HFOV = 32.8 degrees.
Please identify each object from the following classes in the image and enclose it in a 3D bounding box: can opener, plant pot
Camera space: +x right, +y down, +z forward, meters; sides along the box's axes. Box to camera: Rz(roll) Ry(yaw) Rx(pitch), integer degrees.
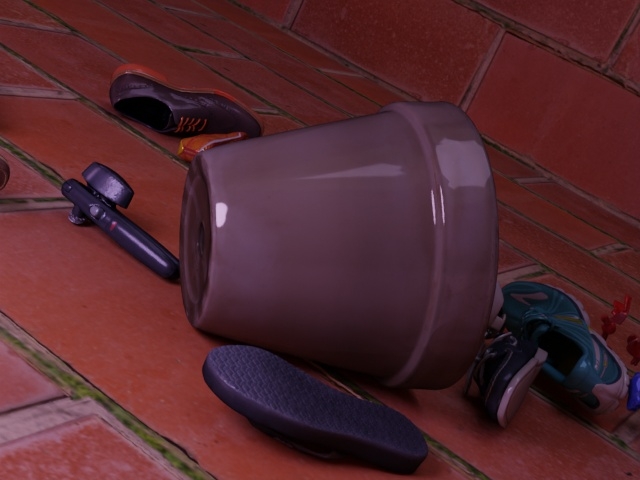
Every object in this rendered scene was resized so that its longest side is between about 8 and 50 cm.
[{"bbox_3d":[-0.232,-0.017,1.266,0.186,0.073,0.059,43,14,22],"label":"can opener"},{"bbox_3d":[0.000,0.000,1.183,0.280,0.323,0.323,3,24,-18],"label":"plant pot"}]

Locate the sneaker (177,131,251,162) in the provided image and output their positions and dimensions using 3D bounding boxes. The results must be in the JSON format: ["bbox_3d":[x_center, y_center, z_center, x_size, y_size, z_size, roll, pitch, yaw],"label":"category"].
[{"bbox_3d":[-0.167,-0.153,1.760,0.067,0.064,0.175,21,11,23],"label":"sneaker"}]

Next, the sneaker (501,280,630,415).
[{"bbox_3d":[0.319,0.128,1.498,0.110,0.107,0.275,28,12,-32],"label":"sneaker"}]

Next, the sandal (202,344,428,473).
[{"bbox_3d":[-0.005,0.176,1.035,0.254,0.054,0.097,28,21,-27],"label":"sandal"}]

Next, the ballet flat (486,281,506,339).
[{"bbox_3d":[0.194,0.077,1.411,0.096,0.095,0.280,29,0,22],"label":"ballet flat"}]

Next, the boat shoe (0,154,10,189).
[{"bbox_3d":[-0.418,-0.071,1.157,0.178,0.064,0.060,6,30,-33],"label":"boat shoe"}]

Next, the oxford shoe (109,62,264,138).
[{"bbox_3d":[-0.224,-0.204,1.816,0.271,0.097,0.098,16,38,-16],"label":"oxford shoe"}]

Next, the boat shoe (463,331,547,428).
[{"bbox_3d":[0.221,0.157,1.318,0.079,0.095,0.254,30,15,13],"label":"boat shoe"}]

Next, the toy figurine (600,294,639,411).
[{"bbox_3d":[0.521,0.256,1.471,0.362,0.191,0.217,30,46,2],"label":"toy figurine"}]
